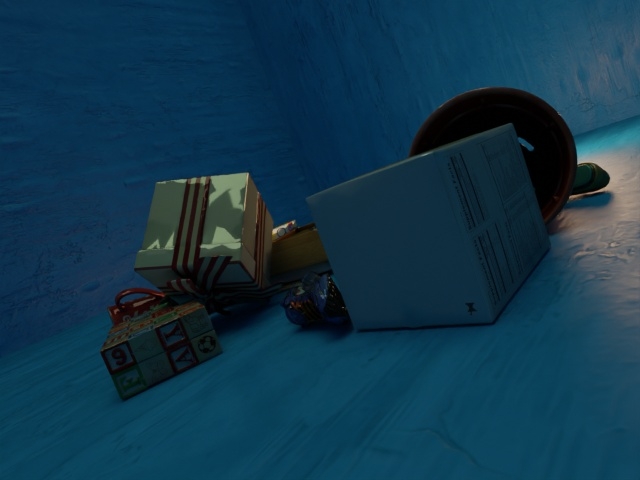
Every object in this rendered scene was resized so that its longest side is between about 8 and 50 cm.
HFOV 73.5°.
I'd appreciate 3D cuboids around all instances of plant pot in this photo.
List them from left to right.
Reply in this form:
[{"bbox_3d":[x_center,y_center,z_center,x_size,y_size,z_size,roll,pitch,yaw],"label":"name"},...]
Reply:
[{"bbox_3d":[0.338,-0.136,0.845,0.273,0.272,0.265,-18,-1,28],"label":"plant pot"}]

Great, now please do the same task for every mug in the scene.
[{"bbox_3d":[-0.482,0.199,1.182,0.170,0.113,0.150,-19,-22,-30],"label":"mug"}]

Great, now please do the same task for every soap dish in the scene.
[{"bbox_3d":[-0.027,0.016,1.207,0.229,0.118,0.291,-18,8,25],"label":"soap dish"}]

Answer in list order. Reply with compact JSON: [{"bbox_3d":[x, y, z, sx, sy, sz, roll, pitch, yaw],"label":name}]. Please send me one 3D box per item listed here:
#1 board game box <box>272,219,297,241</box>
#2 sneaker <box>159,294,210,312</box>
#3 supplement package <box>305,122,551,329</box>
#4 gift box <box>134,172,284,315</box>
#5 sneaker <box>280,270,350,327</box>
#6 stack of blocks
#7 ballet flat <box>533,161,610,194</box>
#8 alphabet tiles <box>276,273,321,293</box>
[{"bbox_3d":[-0.198,0.044,1.498,0.142,0.144,0.275,-15,9,41],"label":"board game box"},{"bbox_3d":[-0.304,0.144,1.185,0.276,0.097,0.135,-24,0,-3],"label":"sneaker"},{"bbox_3d":[0.161,-0.024,0.602,0.199,0.197,0.263,-14,9,44],"label":"supplement package"},{"bbox_3d":[-0.226,0.014,0.956,0.277,0.257,0.255,-6,-28,13],"label":"gift box"},{"bbox_3d":[-0.011,0.106,0.683,0.087,0.083,0.221,-36,3,-11],"label":"sneaker"},{"bbox_3d":[-0.309,0.187,0.828,0.171,0.087,0.297,-23,6,-23],"label":"stack of blocks"},{"bbox_3d":[0.518,-0.117,0.954,0.073,0.079,0.232,7,-4,-25],"label":"ballet flat"},{"bbox_3d":[-0.099,0.116,1.162,0.238,0.009,0.198,-20,6,13],"label":"alphabet tiles"}]
